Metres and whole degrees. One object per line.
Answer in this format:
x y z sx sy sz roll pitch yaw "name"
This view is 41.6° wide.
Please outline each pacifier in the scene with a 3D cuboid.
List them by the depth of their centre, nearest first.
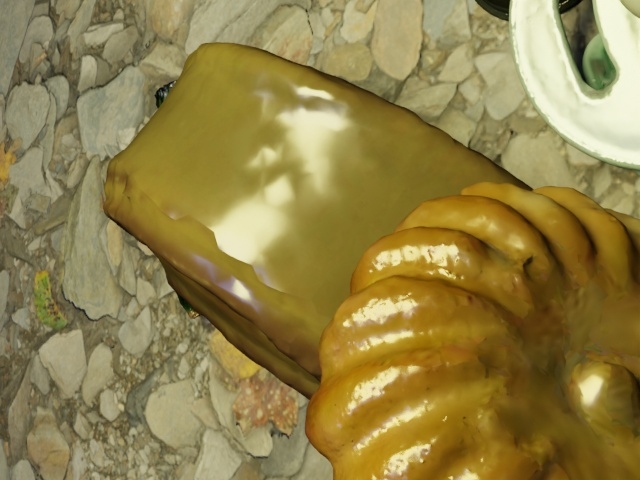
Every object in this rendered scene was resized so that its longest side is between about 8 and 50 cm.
0.272 -0.170 0.570 0.343 0.269 0.288 -23 83 38 "pacifier"

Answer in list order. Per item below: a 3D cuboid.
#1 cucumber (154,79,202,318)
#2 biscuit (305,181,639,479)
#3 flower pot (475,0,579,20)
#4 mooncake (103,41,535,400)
-0.157 -0.050 1.024 0.067 0.067 0.294 -15 77 37 "cucumber"
0.157 0.102 0.514 0.107 0.325 0.326 -50 53 56 "biscuit"
0.176 -0.286 0.759 0.157 0.107 0.157 -4 84 37 "flower pot"
0.000 0.000 0.784 0.246 0.393 0.394 -57 10 -5 "mooncake"
